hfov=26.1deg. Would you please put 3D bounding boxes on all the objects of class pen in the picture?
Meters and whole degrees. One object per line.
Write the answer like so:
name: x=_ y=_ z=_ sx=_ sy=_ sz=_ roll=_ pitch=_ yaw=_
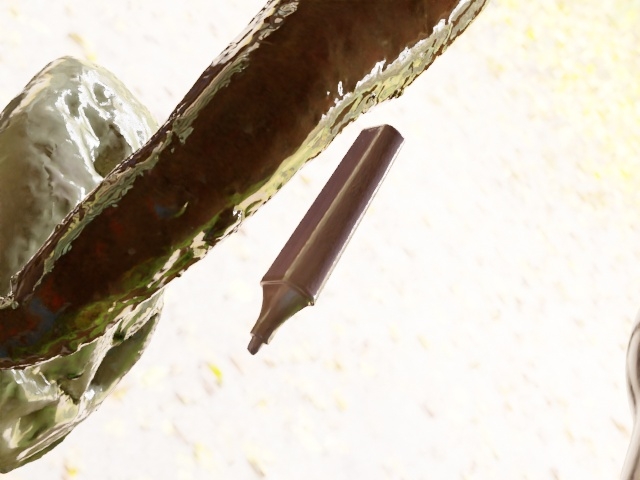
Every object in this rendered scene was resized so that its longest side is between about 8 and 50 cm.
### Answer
pen: x=0.000 y=0.000 z=0.983 sx=0.032 sy=0.053 sz=0.197 roll=41 pitch=69 yaw=-23

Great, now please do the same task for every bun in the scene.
bun: x=-0.135 y=0.023 z=0.684 sx=0.116 sy=0.210 sz=0.237 roll=29 pitch=40 yaw=-5

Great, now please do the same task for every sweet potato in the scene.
sweet potato: x=-0.011 y=-0.038 z=0.353 sx=0.050 sy=0.050 sz=0.214 roll=47 pitch=60 yaw=-9

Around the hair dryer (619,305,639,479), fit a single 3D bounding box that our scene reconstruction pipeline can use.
hair dryer: x=0.276 y=0.192 z=0.932 sx=0.312 sy=0.123 sz=0.340 roll=-55 pitch=136 yaw=-46
